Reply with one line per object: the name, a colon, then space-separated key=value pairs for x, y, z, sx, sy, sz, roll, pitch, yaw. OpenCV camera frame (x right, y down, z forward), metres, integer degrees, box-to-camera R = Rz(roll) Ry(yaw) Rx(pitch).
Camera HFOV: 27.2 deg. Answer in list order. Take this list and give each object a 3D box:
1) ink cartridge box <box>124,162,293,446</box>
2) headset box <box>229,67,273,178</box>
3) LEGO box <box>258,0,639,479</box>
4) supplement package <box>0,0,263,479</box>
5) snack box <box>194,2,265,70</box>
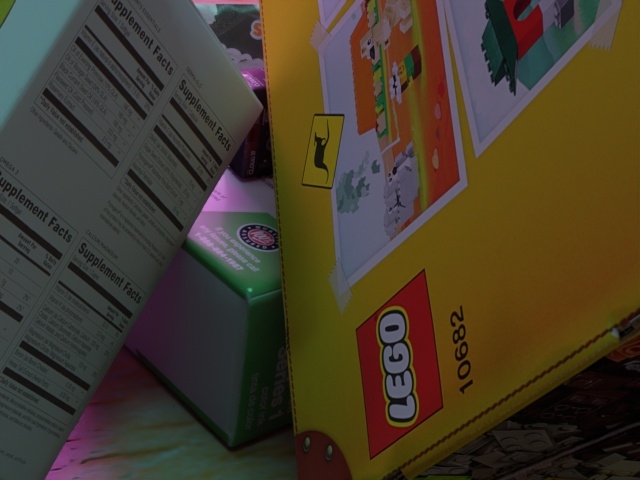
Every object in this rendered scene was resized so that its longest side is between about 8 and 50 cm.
ink cartridge box: x=0.000 y=0.000 z=0.895 sx=0.278 sy=0.117 sz=0.201 roll=-17 pitch=38 yaw=-36
headset box: x=-0.024 y=-0.077 z=0.838 sx=0.083 sy=0.062 sz=0.032 roll=-10 pitch=34 yaw=-27
LEGO box: x=0.130 y=-0.126 z=0.667 sx=0.193 sy=0.372 sz=0.500 roll=9 pitch=59 yaw=-25
supplement package: x=-0.202 y=-0.040 z=0.712 sx=0.199 sy=0.198 sz=0.263 roll=23 pitch=76 yaw=25
snack box: x=-0.090 y=-0.127 z=1.045 sx=0.321 sy=0.060 sz=0.187 roll=-3 pitch=-12 yaw=-19
